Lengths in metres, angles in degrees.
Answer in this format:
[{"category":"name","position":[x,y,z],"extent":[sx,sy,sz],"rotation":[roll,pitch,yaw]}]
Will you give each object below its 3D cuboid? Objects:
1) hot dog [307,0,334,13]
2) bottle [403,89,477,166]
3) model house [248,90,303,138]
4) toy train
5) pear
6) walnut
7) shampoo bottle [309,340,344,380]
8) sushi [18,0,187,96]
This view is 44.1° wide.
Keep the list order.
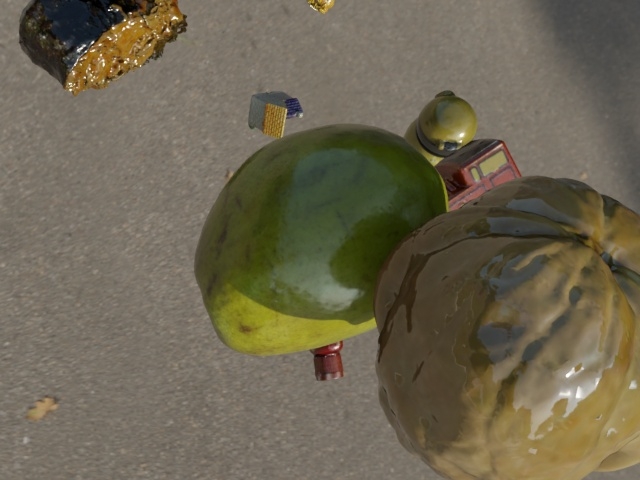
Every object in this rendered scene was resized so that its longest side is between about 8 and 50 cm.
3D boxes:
[{"category":"hot dog","position":[-0.029,-0.535,1.610],"extent":[0.045,0.071,0.165],"rotation":[-52,124,-19]},{"category":"bottle","position":[0.290,-0.237,1.979],"extent":[0.171,0.351,0.172],"rotation":[3,70,-7]},{"category":"model house","position":[-0.098,-0.291,1.846],"extent":[0.100,0.100,0.088],"rotation":[-21,132,-42]},{"category":"toy train","position":[0.270,-0.039,1.469],"extent":[0.369,0.163,0.232],"rotation":[-33,104,-14]},{"category":"pear","position":[0.000,0.000,0.917],"extent":[0.307,0.253,0.253],"rotation":[-29,100,-1]},{"category":"walnut","position":[0.182,0.086,0.702],"extent":[0.285,0.285,0.296],"rotation":[55,44,-14]},{"category":"shampoo bottle","position":[0.001,0.182,1.936],"extent":[0.076,0.118,0.314],"rotation":[-5,83,-33]},{"category":"sushi","position":[-0.423,-0.443,1.563],"extent":[0.207,0.234,0.348],"rotation":[38,49,3]}]
